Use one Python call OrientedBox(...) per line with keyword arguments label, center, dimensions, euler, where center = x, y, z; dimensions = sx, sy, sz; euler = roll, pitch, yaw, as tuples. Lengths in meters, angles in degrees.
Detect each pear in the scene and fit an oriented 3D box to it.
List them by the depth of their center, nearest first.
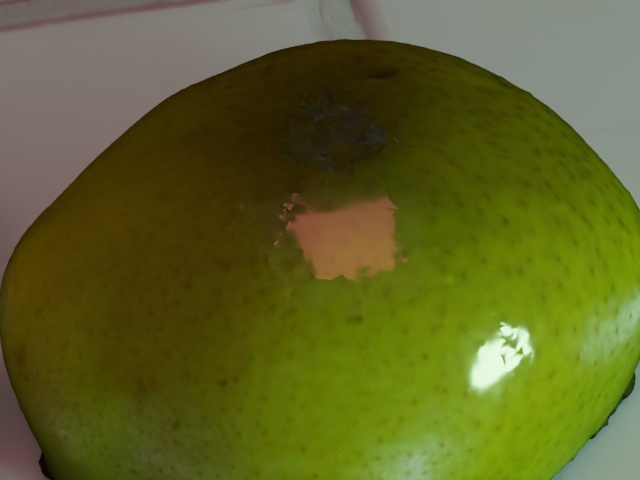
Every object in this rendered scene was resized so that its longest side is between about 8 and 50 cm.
OrientedBox(label="pear", center=(0.000, 0.000, 0.857), dimensions=(0.386, 0.191, 0.340), euler=(-14, 46, -10))
